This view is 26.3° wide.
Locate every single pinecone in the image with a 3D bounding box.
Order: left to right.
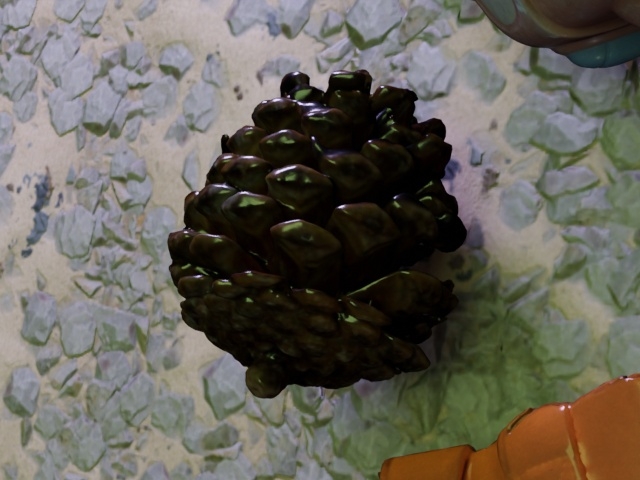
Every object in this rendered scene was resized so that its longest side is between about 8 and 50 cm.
[{"bbox_3d":[0.000,0.000,1.050,0.224,0.224,0.272,-8,53,35],"label":"pinecone"}]

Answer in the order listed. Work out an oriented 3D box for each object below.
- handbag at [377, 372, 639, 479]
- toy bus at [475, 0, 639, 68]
[{"bbox_3d":[0.117,0.290,0.966,0.410,0.116,0.303,-28,66,28],"label":"handbag"},{"bbox_3d":[0.188,-0.238,0.929,0.294,0.197,0.231,155,94,-75],"label":"toy bus"}]
